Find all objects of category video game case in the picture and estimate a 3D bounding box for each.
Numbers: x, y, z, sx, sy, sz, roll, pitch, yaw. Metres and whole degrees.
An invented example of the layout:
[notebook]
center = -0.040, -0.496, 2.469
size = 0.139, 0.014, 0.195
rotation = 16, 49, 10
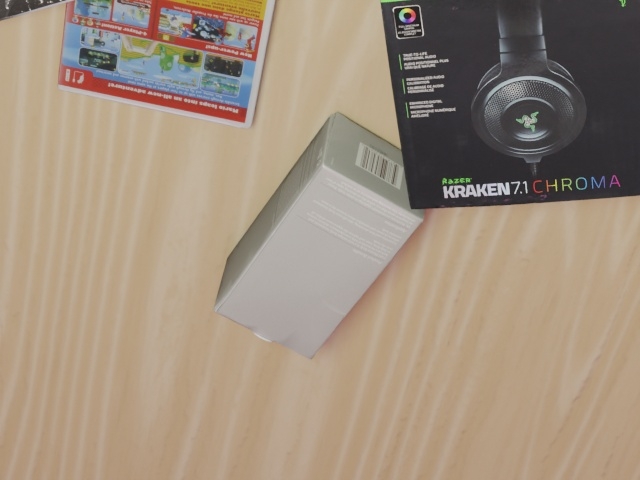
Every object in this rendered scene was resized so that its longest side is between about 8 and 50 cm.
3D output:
[video game case]
center = -0.144, -0.249, 1.779
size = 0.204, 0.025, 0.285
rotation = 12, 127, -2

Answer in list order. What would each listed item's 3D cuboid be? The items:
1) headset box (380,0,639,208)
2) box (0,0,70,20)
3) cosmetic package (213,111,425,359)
[headset box]
center = 0.191, -0.186, 1.717
size = 0.246, 0.131, 0.283
rotation = -3, 126, 9
[box]
center = -0.281, -0.330, 1.693
size = 0.183, 0.056, 0.231
rotation = -11, 121, 23
[cosmetic package]
center = 0.000, 0.000, 1.905
size = 0.127, 0.107, 0.238
rotation = 29, 128, -15
